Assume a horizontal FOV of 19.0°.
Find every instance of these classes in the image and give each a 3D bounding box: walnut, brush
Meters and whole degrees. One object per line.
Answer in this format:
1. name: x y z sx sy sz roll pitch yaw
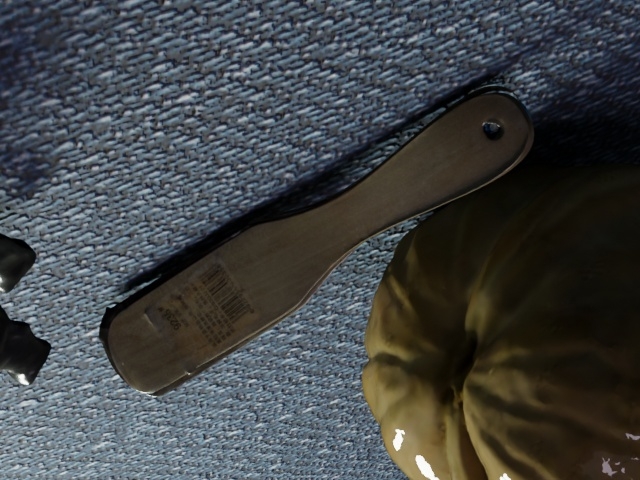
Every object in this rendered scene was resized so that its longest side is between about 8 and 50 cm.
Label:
1. walnut: 0.175 0.084 1.294 0.285 0.285 0.296 1 -169 -44
2. brush: 0.000 0.000 1.226 0.327 0.070 0.065 -32 175 23

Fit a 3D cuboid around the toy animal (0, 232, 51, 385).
1. toy animal: -0.322 0.080 1.058 0.343 0.106 0.168 -19 160 4
